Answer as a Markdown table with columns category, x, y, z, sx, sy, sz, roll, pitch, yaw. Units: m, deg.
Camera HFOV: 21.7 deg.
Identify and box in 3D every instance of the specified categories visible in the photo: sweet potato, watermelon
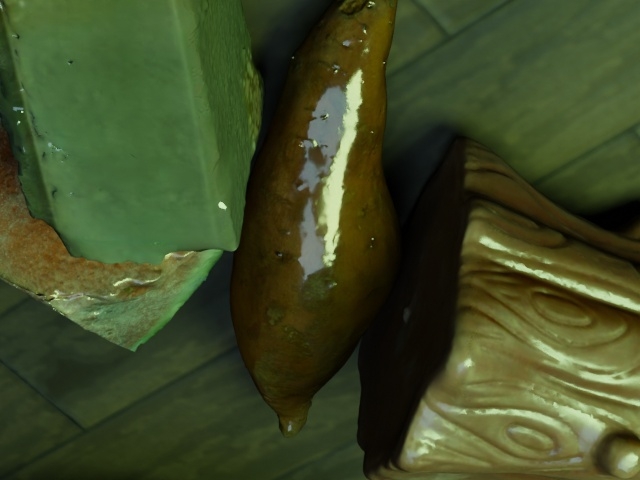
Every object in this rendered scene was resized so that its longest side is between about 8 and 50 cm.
| category | x | y | z | sx | sy | sz | roll | pitch | yaw |
| --- | --- | --- | --- | --- | --- | --- | --- | --- | --- |
| sweet potato | -0.002 | 0.005 | 1.070 | 0.112 | 0.112 | 0.359 | 10 | 130 | 1 |
| watermelon | -0.183 | -0.005 | 1.112 | 0.231 | 0.128 | 0.146 | 27 | 157 | 3 |

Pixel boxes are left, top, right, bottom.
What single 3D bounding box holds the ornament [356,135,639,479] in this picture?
| category | x | y | z | sx | sy | sz | roll | pitch | yaw |
| --- | --- | --- | --- | --- | --- | --- | --- | --- | --- |
| ornament | 0.155 | 0.070 | 1.059 | 0.217 | 0.221 | 0.235 | 17 | 171 | -10 |

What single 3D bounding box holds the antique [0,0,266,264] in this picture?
| category | x | y | z | sx | sy | sz | roll | pitch | yaw |
| --- | --- | --- | --- | --- | --- | --- | --- | --- | --- |
| antique | -0.115 | -0.128 | 0.921 | 0.125 | 0.150 | 0.284 | -1 | 140 | 8 |
